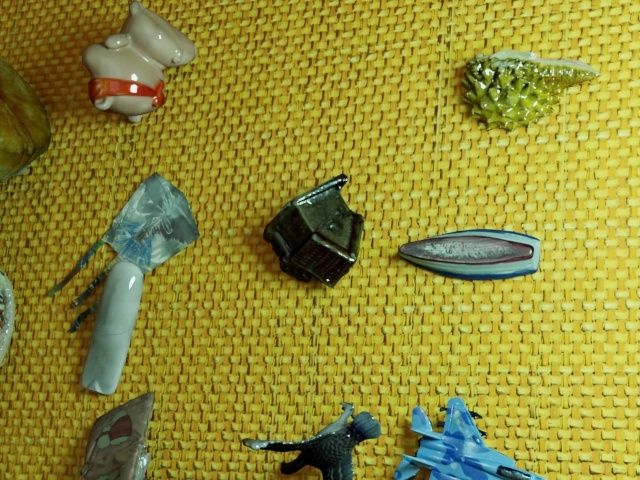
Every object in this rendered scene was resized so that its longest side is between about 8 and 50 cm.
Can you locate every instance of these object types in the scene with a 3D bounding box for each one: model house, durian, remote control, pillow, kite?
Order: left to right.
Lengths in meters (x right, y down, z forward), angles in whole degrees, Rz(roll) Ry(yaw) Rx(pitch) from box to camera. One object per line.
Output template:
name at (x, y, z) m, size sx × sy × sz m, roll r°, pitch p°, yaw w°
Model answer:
remote control at (-0.357, 0.146, 2.135) m, size 0.073 × 0.044 × 0.229 m, roll 13°, pitch 85°, yaw 20°
pillow at (-0.328, 0.358, 2.013) m, size 0.135 × 0.049 × 0.248 m, roll -24°, pitch 33°, yaw 20°
kite at (-0.351, 0.019, 2.201) m, size 0.310 × 0.015 × 0.169 m, roll -38°, pitch 60°, yaw 9°
model house at (-0.004, 0.003, 2.001) m, size 0.152 × 0.106 × 0.165 m, roll 61°, pitch 139°, yaw 16°
durian at (0.315, -0.246, 1.928) m, size 0.224 × 0.078 × 0.140 m, roll -9°, pitch 70°, yaw 24°

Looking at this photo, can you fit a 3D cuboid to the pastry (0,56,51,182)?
pastry at (-0.621, -0.244, 2.238) m, size 0.136 × 0.329 × 0.330 m, roll -37°, pitch 62°, yaw 22°

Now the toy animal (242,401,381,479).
toy animal at (0.011, 0.322, 1.880) m, size 0.272 × 0.197 × 0.160 m, roll 46°, pitch 76°, yaw -13°

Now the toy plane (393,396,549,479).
toy plane at (0.227, 0.319, 1.794) m, size 0.246 × 0.078 × 0.169 m, roll 13°, pitch 80°, yaw 21°

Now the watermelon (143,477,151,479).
watermelon at (-0.327, 0.521, 1.959) m, size 0.159 × 0.128 × 0.303 m, roll 21°, pitch 83°, yaw 30°

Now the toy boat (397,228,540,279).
toy boat at (0.219, 0.018, 1.912) m, size 0.228 × 0.046 × 0.080 m, roll 3°, pitch 80°, yaw 24°

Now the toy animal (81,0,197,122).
toy animal at (-0.323, -0.303, 2.209) m, size 0.171 × 0.171 × 0.198 m, roll 40°, pitch 94°, yaw 30°

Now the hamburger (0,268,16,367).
hamburger at (-0.680, 0.145, 2.227) m, size 0.302 × 0.170 × 0.302 m, roll -11°, pitch 66°, yaw 26°
